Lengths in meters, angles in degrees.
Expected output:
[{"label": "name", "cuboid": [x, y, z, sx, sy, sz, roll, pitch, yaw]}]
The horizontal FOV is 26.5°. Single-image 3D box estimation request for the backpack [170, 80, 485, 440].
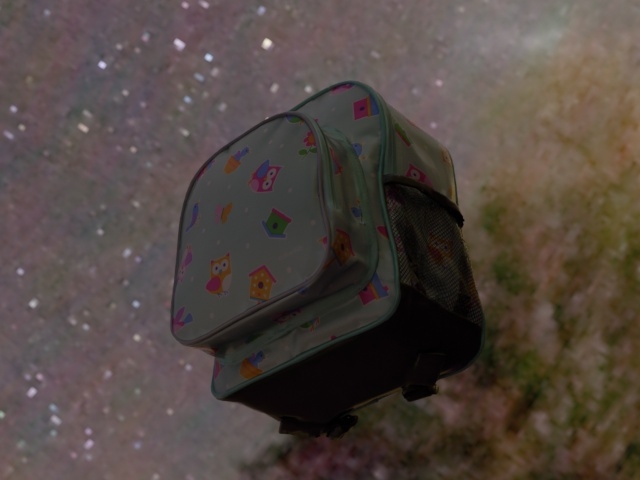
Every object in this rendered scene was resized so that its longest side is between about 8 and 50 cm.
[{"label": "backpack", "cuboid": [0.000, 0.000, 0.810, 0.144, 0.188, 0.166, 33, -47, -31]}]
